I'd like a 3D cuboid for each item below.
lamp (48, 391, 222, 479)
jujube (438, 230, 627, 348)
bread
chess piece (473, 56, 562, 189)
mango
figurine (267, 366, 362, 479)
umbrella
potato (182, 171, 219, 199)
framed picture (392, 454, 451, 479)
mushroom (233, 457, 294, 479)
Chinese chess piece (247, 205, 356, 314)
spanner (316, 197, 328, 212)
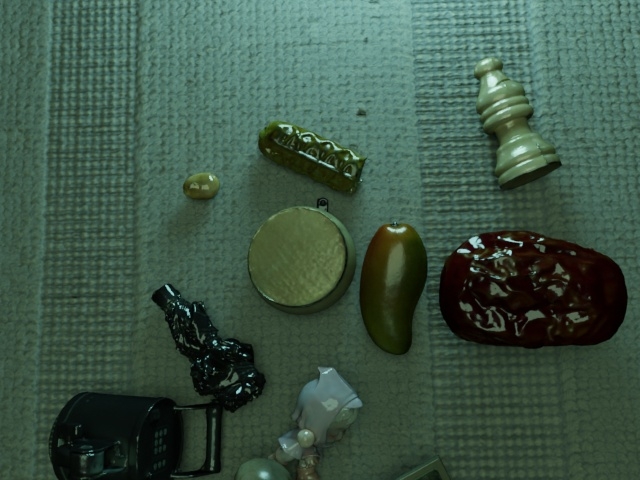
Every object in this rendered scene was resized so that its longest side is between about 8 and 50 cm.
[{"bbox_3d":[-0.432,0.432,1.567,0.272,0.374,0.205,0,86,36],"label":"lamp"},{"bbox_3d":[0.442,0.109,1.544,0.376,0.276,0.276,9,81,3],"label":"jujube"},{"bbox_3d":[-0.023,-0.200,1.715,0.269,0.098,0.087,25,41,8],"label":"bread"},{"bbox_3d":[0.431,-0.284,1.696,0.138,0.124,0.307,-28,74,31],"label":"chess piece"},{"bbox_3d":[0.158,0.104,1.631,0.146,0.129,0.289,14,85,-4],"label":"mango"},{"bbox_3d":[-0.011,0.405,1.577,0.133,0.200,0.276,38,110,25],"label":"figurine"},{"bbox_3d":[-0.251,0.223,1.640,0.154,0.128,0.337,-25,71,-15],"label":"umbrella"},{"bbox_3d":[-0.284,-0.129,1.731,0.083,0.062,0.068,-2,49,-25],"label":"potato"},{"bbox_3d":[0.157,0.625,1.541,0.324,0.020,0.240,-26,105,-4],"label":"framed picture"},{"bbox_3d":[-0.135,0.559,1.499,0.204,0.204,0.204,-1,80,3],"label":"mushroom"},{"bbox_3d":[-0.043,0.044,1.656,0.249,0.103,0.250,-2,78,10],"label":"Chinese chess piece"},{"bbox_3d":[0.000,0.000,1.717,0.046,0.012,0.209,1,80,5],"label":"spanner"}]
